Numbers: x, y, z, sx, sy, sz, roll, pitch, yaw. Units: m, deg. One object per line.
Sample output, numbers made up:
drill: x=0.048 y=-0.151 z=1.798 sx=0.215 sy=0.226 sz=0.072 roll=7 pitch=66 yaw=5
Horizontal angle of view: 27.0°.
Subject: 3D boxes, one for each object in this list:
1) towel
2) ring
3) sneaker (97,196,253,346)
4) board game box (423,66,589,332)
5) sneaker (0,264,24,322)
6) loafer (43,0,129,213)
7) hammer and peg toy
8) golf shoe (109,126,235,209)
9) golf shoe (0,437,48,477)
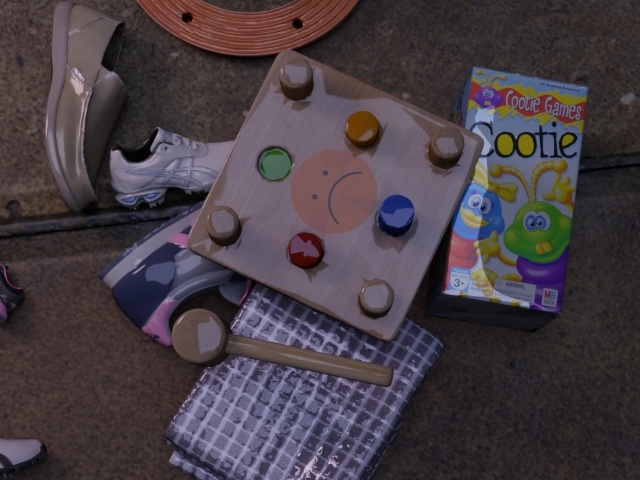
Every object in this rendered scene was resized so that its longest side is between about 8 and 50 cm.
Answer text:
towel: x=-0.020 y=0.179 z=1.532 sx=0.235 sy=0.121 sz=0.283 roll=30 pitch=77 yaw=4
ring: x=-0.093 y=-0.389 z=1.707 sx=0.337 sy=0.032 sz=0.336 roll=1 pitch=77 yaw=-3
sneaker: x=-0.097 y=0.002 z=1.582 sx=0.319 sy=0.112 sz=0.131 roll=-34 pitch=88 yaw=-4
board game box: x=0.220 y=-0.045 z=1.588 sx=0.142 sy=0.144 sz=0.275 roll=9 pitch=77 yaw=-2
sneaker: x=-0.400 y=0.041 z=1.583 sx=0.119 sy=0.047 sz=0.057 roll=45 pitch=59 yaw=5
loafer: x=-0.278 y=-0.165 z=1.605 sx=0.092 sy=0.102 sz=0.268 roll=-3 pitch=76 yaw=1
hammer and peg toy: x=0.000 y=0.000 z=1.459 sx=0.266 sy=0.127 sz=0.361 roll=24 pitch=82 yaw=4
golf shoe: x=-0.167 y=-0.099 z=1.597 sx=0.176 sy=0.086 sz=0.069 roll=-18 pitch=34 yaw=-10
golf shoe: x=-0.406 y=0.227 z=1.498 sx=0.198 sy=0.077 sz=0.094 roll=-3 pitch=83 yaw=-23
